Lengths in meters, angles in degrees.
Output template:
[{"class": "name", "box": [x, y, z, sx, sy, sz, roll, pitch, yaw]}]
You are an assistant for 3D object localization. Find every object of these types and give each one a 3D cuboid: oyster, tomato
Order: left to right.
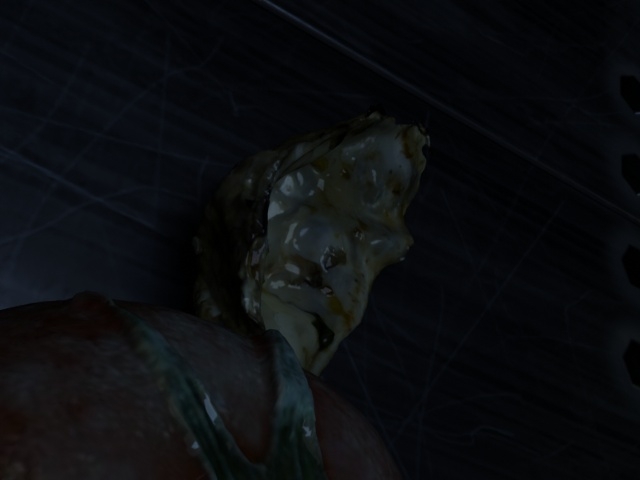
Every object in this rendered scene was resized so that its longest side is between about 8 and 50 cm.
[{"class": "tomato", "box": [-0.086, 0.178, 0.433, 0.316, 0.282, 0.317, 35, 35, -30]}, {"class": "oyster", "box": [-0.002, 0.005, 0.733, 0.294, 0.094, 0.166, -36, 113, -52]}]
